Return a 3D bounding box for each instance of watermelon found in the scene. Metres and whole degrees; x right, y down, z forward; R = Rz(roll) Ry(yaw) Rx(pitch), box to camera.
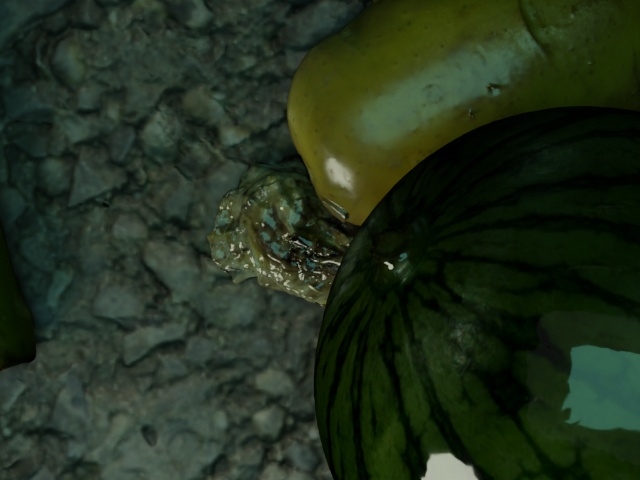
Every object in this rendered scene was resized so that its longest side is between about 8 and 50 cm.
[{"bbox_3d":[0.121,0.045,0.756,0.189,0.330,0.331,32,85,-44],"label":"watermelon"}]

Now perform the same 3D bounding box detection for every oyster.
[{"bbox_3d":[0.001,-0.002,0.991,0.165,0.053,0.108,23,76,6],"label":"oyster"}]

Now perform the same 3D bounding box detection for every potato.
[{"bbox_3d":[0.121,-0.120,0.952,0.300,0.140,0.173,-24,79,-4],"label":"potato"}]

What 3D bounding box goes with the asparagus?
[{"bbox_3d":[-0.270,-0.035,0.978,0.067,0.060,0.278,-13,88,17],"label":"asparagus"}]
